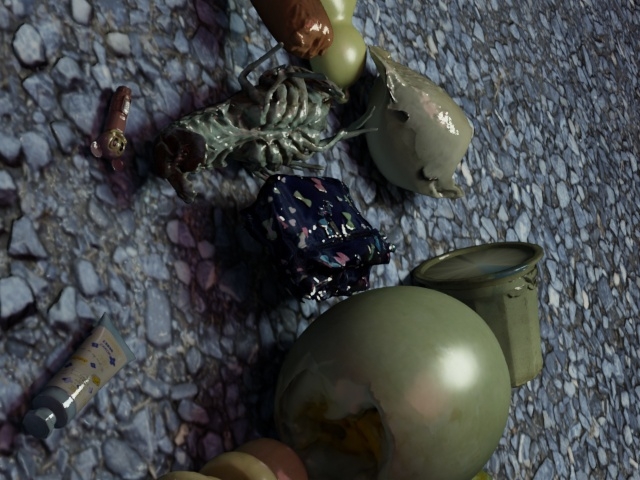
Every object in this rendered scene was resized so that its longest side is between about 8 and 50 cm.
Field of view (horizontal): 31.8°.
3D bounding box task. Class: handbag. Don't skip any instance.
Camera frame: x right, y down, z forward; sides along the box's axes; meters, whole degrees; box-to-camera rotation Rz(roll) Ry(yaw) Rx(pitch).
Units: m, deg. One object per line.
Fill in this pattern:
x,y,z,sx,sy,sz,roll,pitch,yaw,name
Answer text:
0.000,0.000,1.470,0.162,0.113,0.260,50,19,13,handbag

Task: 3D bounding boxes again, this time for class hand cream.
-0.250,0.144,1.174,0.065,0.043,0.171,61,33,-16,hand cream

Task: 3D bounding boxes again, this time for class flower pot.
0.270,0.120,1.805,0.212,0.212,0.203,-36,117,-55,flower pot

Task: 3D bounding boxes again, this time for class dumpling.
0.152,-0.199,1.799,0.227,0.175,0.243,-97,-170,-59,dumpling

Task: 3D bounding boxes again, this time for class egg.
0.105,0.194,1.439,0.336,0.278,0.278,-20,92,-50,egg

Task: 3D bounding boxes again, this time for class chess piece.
-0.102,0.300,1.248,0.261,0.142,0.143,-15,88,-63,chess piece

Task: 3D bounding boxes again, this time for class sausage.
-0.071,-0.370,1.559,0.086,0.086,0.289,5,51,-54,sausage

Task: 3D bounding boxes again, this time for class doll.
0.006,-0.356,1.712,0.141,0.117,0.296,-9,97,-58,doll

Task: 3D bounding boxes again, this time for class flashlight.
-0.240,-0.136,1.323,0.052,0.031,0.110,38,47,-40,flashlight

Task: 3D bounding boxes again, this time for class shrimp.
-0.072,-0.150,1.472,0.410,0.166,0.221,-17,123,-43,shrimp

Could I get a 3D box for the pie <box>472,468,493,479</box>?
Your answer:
0.239,0.436,1.736,0.187,0.041,0.187,28,53,-46,pie
